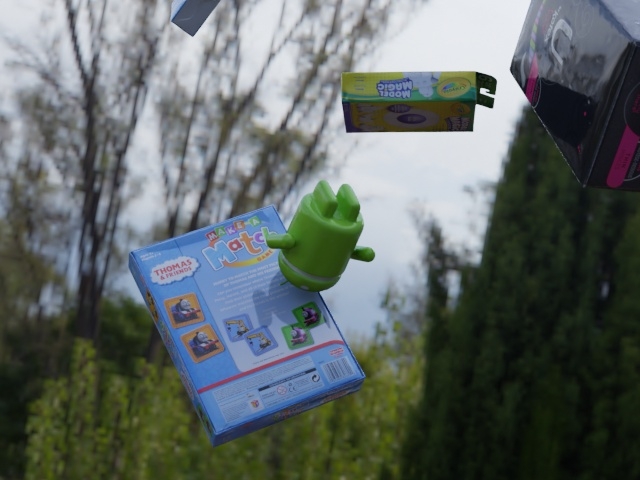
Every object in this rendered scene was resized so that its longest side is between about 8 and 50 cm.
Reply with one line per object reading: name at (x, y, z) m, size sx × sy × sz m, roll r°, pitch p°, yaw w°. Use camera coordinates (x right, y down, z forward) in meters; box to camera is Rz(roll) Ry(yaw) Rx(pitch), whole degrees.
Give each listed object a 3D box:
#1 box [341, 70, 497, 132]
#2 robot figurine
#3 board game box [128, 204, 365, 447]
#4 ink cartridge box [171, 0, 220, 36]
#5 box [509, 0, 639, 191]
box at (0.116, -0.161, 1.580) m, size 0.179 × 0.043 × 0.105 m, roll -2°, pitch -16°, yaw 4°
robot figurine at (0.000, 0.000, 1.300) m, size 0.101 × 0.115 × 0.067 m, roll 8°, pitch 33°, yaw -27°
board game box at (-0.075, 0.079, 1.325) m, size 0.160 × 0.211 × 0.039 m, roll -19°, pitch -25°, yaw -20°
ink cartridge box at (-0.123, -0.237, 1.325) m, size 0.028 × 0.048 × 0.083 m, roll 34°, pitch 16°, yaw -18°
box at (0.318, -0.182, 1.414) m, size 0.143 × 0.165 × 0.270 m, roll 5°, pitch 30°, yaw -14°
